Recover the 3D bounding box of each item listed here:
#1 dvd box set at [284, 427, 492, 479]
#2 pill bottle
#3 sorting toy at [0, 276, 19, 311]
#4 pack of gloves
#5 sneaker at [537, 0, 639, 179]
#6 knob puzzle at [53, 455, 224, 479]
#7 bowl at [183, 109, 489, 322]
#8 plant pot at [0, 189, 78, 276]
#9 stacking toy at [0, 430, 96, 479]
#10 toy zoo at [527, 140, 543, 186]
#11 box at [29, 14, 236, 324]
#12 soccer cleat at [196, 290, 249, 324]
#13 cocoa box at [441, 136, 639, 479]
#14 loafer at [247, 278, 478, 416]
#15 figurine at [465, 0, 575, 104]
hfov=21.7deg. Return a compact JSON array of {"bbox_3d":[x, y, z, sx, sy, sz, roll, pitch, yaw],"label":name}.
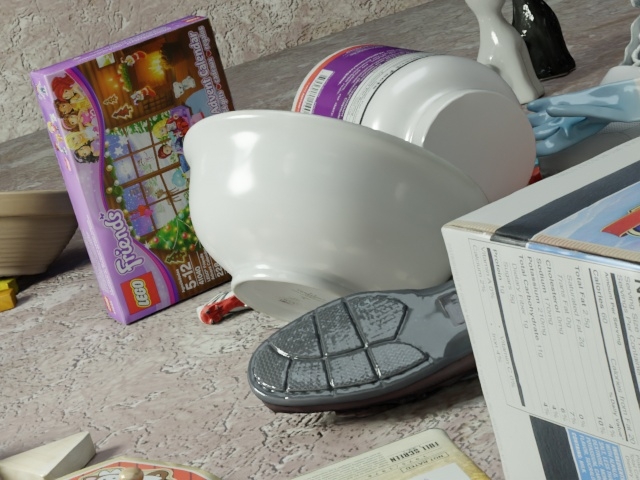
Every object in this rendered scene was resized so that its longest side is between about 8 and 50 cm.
[{"bbox_3d":[-0.002,0.240,0.942,0.308,0.062,0.420,-19,15,-10],"label":"dvd box set"},{"bbox_3d":[0.098,-0.108,1.743,0.181,0.181,0.323,-21,16,-16],"label":"pill bottle"},{"bbox_3d":[-0.531,0.088,2.123,0.307,0.041,0.229,-17,15,2],"label":"sorting toy"},{"bbox_3d":[0.307,-0.102,1.682,0.232,0.046,0.195,-14,49,11],"label":"pack of gloves"},{"bbox_3d":[0.364,-0.201,1.845,0.366,0.210,0.137,-26,17,-30],"label":"sneaker"},{"bbox_3d":[-0.155,0.197,1.258,0.213,0.030,0.213,-5,16,2],"label":"knob puzzle"},{"bbox_3d":[0.000,0.000,1.555,0.298,0.134,0.298,13,-19,4],"label":"bowl"},{"bbox_3d":[-0.415,-0.010,2.155,0.237,0.109,0.237,-2,1,0],"label":"plant pot"},{"bbox_3d":[-0.354,0.193,1.373,0.280,0.130,0.309,-14,15,13],"label":"stacking toy"},{"bbox_3d":[0.165,-0.055,1.887,0.192,0.030,0.293,-4,20,40],"label":"toy zoo"},{"bbox_3d":[-0.180,-0.079,1.844,0.201,0.293,0.057,-24,19,-23],"label":"box"},{"bbox_3d":[-0.092,0.063,1.752,0.083,0.029,0.035,-26,21,-15],"label":"soccer cleat"},{"bbox_3d":[0.293,0.044,0.989,0.347,0.231,0.228,-23,15,-23],"label":"cocoa box"},{"bbox_3d":[0.093,0.090,1.376,0.303,0.095,0.109,-20,45,4],"label":"loafer"},{"bbox_3d":[0.266,-0.311,2.357,0.092,0.209,0.215,-8,17,31],"label":"figurine"}]
